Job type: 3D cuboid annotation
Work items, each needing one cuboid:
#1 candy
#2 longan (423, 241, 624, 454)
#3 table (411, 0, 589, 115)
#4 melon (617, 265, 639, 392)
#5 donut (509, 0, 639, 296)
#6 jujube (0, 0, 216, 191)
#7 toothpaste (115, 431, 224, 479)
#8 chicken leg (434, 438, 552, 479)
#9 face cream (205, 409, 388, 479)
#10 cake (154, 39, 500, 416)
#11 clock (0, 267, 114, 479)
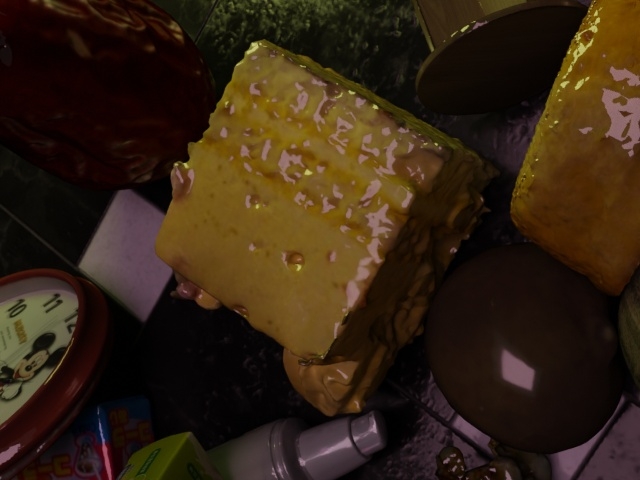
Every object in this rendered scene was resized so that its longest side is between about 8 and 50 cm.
[{"bbox_3d":[-0.256,0.339,1.036,0.157,0.100,0.306,-13,82,24],"label":"candy"},{"bbox_3d":[0.177,0.093,0.806,0.189,0.189,0.189,-2,86,26],"label":"longan"},{"bbox_3d":[0.136,-0.256,0.867,0.167,0.167,0.227,-26,67,22],"label":"table"},{"bbox_3d":[0.378,0.090,0.667,0.329,0.248,0.248,28,99,27],"label":"melon"},{"bbox_3d":[0.239,-0.101,0.728,0.108,0.277,0.277,24,97,13],"label":"donut"},{"bbox_3d":[-0.252,-0.167,0.948,0.223,0.318,0.223,-7,75,28],"label":"jujube"},{"bbox_3d":[-0.087,0.342,0.874,0.077,0.110,0.327,-27,103,20],"label":"toothpaste"},{"bbox_3d":[0.260,0.329,0.775,0.201,0.153,0.429,-45,61,3],"label":"chicken leg"},{"bbox_3d":[-0.040,0.234,0.937,0.251,0.101,0.101,-28,75,22],"label":"face cream"},{"bbox_3d":[0.000,0.000,0.866,0.227,0.222,0.286,34,102,25],"label":"cake"},{"bbox_3d":[-0.370,0.162,1.036,0.318,0.080,0.318,-20,36,15],"label":"clock"}]
